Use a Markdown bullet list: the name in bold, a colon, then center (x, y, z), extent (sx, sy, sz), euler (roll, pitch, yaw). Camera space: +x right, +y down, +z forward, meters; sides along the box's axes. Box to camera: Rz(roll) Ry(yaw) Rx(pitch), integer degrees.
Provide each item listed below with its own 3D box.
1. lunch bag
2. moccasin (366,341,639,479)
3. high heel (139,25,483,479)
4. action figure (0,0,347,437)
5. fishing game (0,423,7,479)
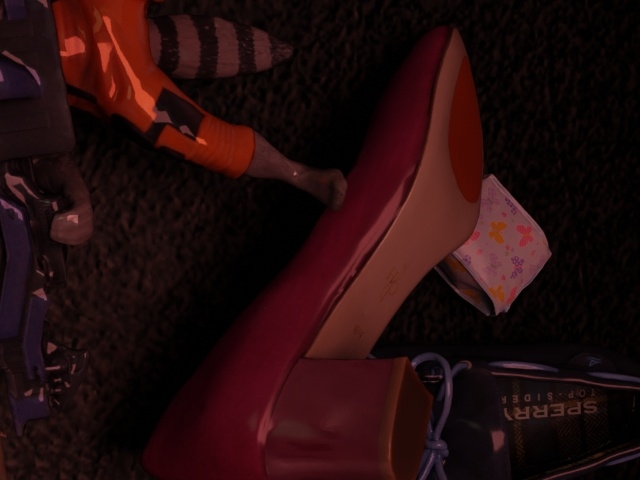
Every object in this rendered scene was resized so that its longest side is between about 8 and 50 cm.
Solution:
- **lunch bag**: center (0.120, 0.006, 1.150), extent (0.083, 0.053, 0.071), euler (46, 71, -9)
- **moccasin**: center (0.100, 0.123, 1.105), extent (0.342, 0.117, 0.138), euler (-13, 97, -23)
- **high heel**: center (0.000, 0.000, 1.058), extent (0.127, 0.181, 0.377), euler (65, 32, -43)
- **action figure**: center (-0.155, -0.067, 0.972), extent (0.330, 0.178, 0.341), euler (-4, 106, -15)
- **fishing game**: center (-0.247, 0.053, 0.900), extent (0.041, 0.189, 0.264), euler (-34, 120, 1)
